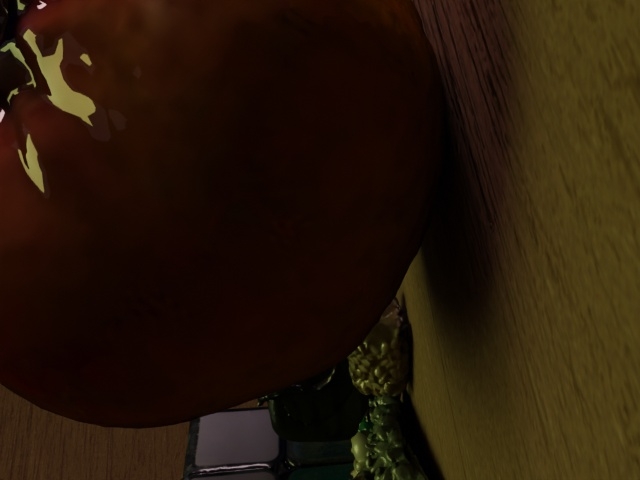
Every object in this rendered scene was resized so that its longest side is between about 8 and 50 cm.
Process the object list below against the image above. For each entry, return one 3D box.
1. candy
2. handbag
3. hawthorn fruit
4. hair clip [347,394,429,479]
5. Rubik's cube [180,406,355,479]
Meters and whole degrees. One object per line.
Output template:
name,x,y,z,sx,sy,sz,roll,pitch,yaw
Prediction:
candy,0.063,0.118,0.956,0.095,0.085,0.110,-84,-18,-49
handbag,0.006,0.129,1.119,0.181,0.181,0.254,-79,-15,-71
hawthorn fruit,-0.107,-0.088,0.653,0.472,0.472,0.471,175,90,-88
hair clip,0.065,0.259,0.892,0.321,0.091,0.138,-104,6,-81
Rubik's cube,-0.043,0.460,1.293,0.313,0.319,0.316,-96,3,-63
